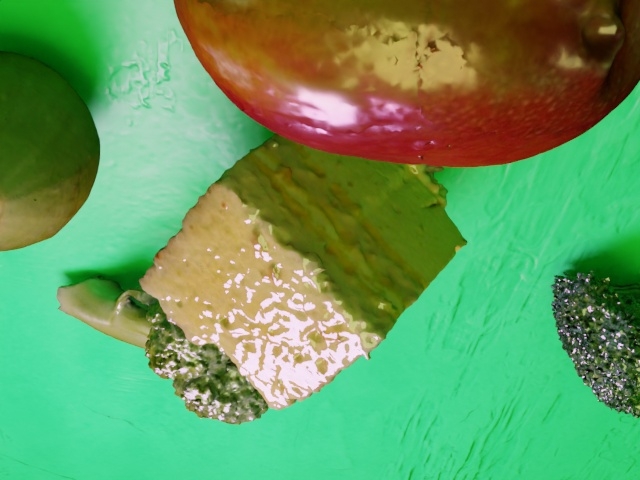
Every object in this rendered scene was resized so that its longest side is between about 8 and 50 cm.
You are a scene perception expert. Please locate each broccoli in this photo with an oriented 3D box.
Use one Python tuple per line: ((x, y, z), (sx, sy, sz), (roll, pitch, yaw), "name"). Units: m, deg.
((-0.162, 0.117, 1.319), (0.254, 0.186, 0.302), (41, 173, -38), "broccoli")
((0.393, 0.110, 1.223), (0.194, 0.194, 0.220), (-12, 114, 21), "broccoli")

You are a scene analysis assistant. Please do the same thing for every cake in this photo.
((0.000, 0.000, 1.067), (0.222, 0.286, 0.227), (47, 135, -1), "cake")

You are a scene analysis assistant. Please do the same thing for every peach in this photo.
((0.078, -0.200, 0.745), (0.372, 0.372, 0.290), (10, 95, -1), "peach")

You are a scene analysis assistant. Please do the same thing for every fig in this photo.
((-0.341, -0.078, 1.025), (0.207, 0.230, 0.207), (10, 137, 9), "fig")
